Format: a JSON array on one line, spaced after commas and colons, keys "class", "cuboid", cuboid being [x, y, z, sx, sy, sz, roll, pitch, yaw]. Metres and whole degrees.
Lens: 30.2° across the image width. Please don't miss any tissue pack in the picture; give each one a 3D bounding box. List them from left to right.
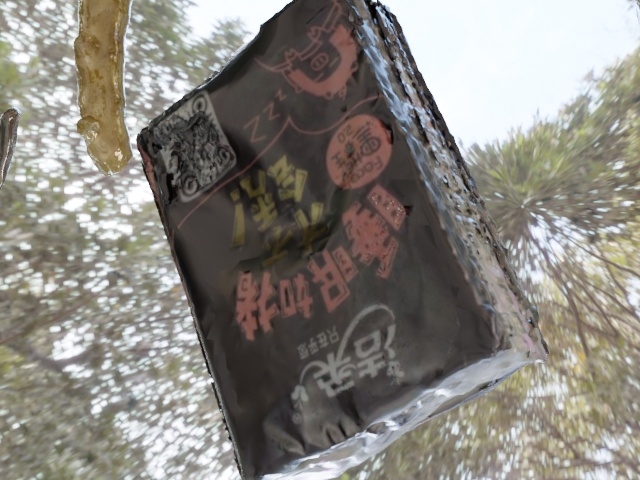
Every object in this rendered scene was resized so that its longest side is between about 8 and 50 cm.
[{"class": "tissue pack", "cuboid": [0.000, 0.000, 0.897, 0.245, 0.123, 0.332, -33, -116, 25]}]

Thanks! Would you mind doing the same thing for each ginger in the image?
[{"class": "ginger", "cuboid": [-0.264, -0.228, 1.453, 0.065, 0.118, 0.299, -6, -95, 27]}]

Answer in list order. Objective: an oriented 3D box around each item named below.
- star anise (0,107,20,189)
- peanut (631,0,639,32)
[{"class": "star anise", "cuboid": [-0.434, 0.004, 0.980, 0.139, 0.316, 0.359, 27, -89, 41]}, {"class": "peanut", "cuboid": [0.218, -0.086, 0.510, 0.228, 0.085, 0.104, 14, -57, -17]}]
